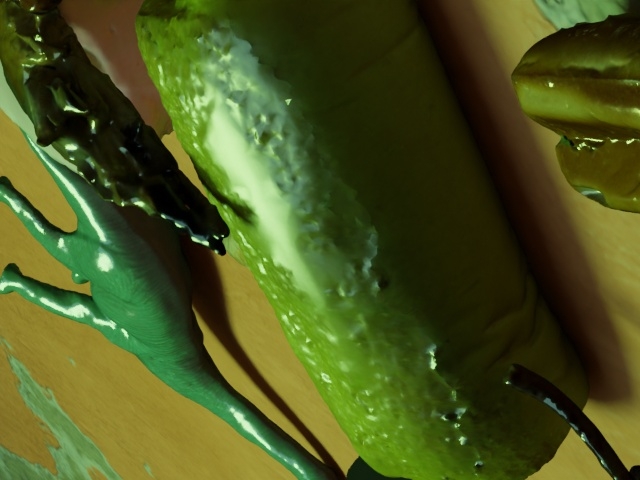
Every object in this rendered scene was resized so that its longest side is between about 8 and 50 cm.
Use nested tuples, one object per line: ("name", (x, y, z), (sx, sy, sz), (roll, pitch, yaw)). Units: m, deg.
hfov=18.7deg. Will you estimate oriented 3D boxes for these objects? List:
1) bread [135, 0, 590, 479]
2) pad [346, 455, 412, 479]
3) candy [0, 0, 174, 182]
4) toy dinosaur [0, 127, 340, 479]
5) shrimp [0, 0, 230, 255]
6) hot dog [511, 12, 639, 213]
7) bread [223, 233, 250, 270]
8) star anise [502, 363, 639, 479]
("bread", (0.023, -0.006, 1.133), (0.166, 0.112, 0.384), (-11, 120, 30))
("pad", (0.180, 0.268, 1.441), (0.375, 0.063, 0.315), (54, 153, 13))
("candy", (-0.173, -0.182, 1.320), (0.155, 0.116, 0.265), (42, 155, 33))
("toy dinosaur", (-0.114, 0.049, 1.618), (0.331, 0.129, 0.383), (31, 151, 22))
("shrimp", (-0.145, -0.081, 1.146), (0.262, 0.066, 0.117), (43, 164, 40))
("hot dog", (0.187, -0.047, 0.840), (0.269, 0.072, 0.115), (15, 137, 56))
("bread", (0.000, 0.002, 1.296), (0.125, 0.082, 0.106), (37, 170, -9))
("star anise", (0.216, 0.165, 1.107), (0.234, 0.073, 0.177), (27, 155, 36))
